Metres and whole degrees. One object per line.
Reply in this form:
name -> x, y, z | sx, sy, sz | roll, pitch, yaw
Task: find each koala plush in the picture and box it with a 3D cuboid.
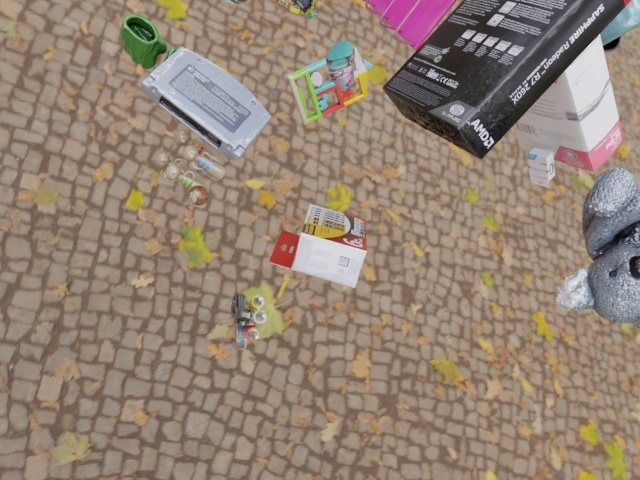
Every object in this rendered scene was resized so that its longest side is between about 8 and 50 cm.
koala plush -> 0.492, 0.036, 0.949 | 0.196, 0.203, 0.221 | 17, 73, 8

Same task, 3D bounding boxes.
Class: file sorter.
file sorter -> 0.227, -0.765, 1.799 | 0.291, 0.202, 0.182 | 52, 31, 17

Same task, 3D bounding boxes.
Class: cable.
cable -> -0.194, 0.208, 1.561 | 0.072, 0.287, 0.140 | 10, 85, -12

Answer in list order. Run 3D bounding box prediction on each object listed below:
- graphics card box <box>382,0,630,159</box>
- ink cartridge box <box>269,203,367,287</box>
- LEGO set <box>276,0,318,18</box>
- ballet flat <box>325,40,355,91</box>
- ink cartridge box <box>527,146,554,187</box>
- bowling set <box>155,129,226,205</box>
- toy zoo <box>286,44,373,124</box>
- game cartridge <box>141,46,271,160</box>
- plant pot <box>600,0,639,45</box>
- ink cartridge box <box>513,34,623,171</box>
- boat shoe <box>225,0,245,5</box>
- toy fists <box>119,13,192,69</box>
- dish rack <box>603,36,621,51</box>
graphics card box -> 0.305, -0.332, 0.989 | 0.371, 0.233, 0.094 | -47, 131, 2
ink cartridge box -> 0.000, 0.000, 1.864 | 0.271, 0.130, 0.309 | 16, 19, -2
LEGO set -> -0.087, -0.674, 1.390 | 0.331, 0.255, 0.192 | 48, 44, -25
ballet flat -> 0.055, -0.429, 1.478 | 0.221, 0.076, 0.079 | -87, 163, -55
ink cartridge box -> 0.497, -0.164, 1.331 | 0.028, 0.048, 0.083 | -41, 131, -25
bowling set -> -0.344, -0.207, 1.606 | 0.154, 0.287, 0.200 | 34, 35, -24
toy zoo -> 0.047, -0.537, 2.022 | 0.293, 0.192, 0.030 | -25, 44, -6
game cartridge -> -0.282, -0.357, 1.523 | 0.297, 0.062, 0.198 | 38, 49, -7
plant pot -> 0.592, -0.553, 1.263 | 0.271, 0.271, 0.255 | -33, 94, -36
ink cartridge box -> 0.507, -0.306, 1.271 | 0.117, 0.207, 0.283 | -44, 129, -8
boat shoe -> -0.290, -0.801, 1.628 | 0.116, 0.099, 0.319 | -55, 127, -21
toy fists -> -0.462, -0.536, 1.731 | 0.279, 0.142, 0.096 | 34, 61, -10
dish rack -> 0.598, -0.575, 1.446 | 0.074, 0.271, 0.208 | -47, 140, -53
